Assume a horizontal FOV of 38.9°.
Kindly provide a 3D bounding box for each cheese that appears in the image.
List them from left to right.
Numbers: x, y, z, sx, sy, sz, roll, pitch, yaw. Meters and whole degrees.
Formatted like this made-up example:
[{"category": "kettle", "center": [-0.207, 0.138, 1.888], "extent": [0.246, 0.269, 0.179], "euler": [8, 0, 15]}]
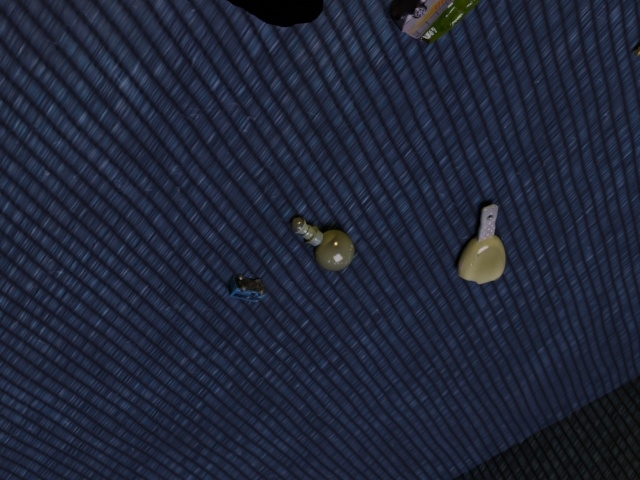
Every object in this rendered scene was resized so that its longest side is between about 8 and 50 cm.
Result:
[{"category": "cheese", "center": [0.394, 0.008, 2.191], "extent": [0.127, 0.050, 0.255], "euler": [-16, 137, -10]}]

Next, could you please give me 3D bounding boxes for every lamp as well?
[{"category": "lamp", "center": [0.000, 0.000, 1.952], "extent": [0.091, 0.091, 0.163], "euler": [-42, 122, 17]}]

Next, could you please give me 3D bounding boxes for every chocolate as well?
[{"category": "chocolate", "center": [-0.066, -0.468, 1.395], "extent": [0.224, 0.206, 0.177], "euler": [73, 38, -59]}]

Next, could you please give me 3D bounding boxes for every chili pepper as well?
[{"category": "chili pepper", "center": [0.258, -0.435, 1.643], "extent": [0.052, 0.050, 0.202], "euler": [33, 114, -30]}]

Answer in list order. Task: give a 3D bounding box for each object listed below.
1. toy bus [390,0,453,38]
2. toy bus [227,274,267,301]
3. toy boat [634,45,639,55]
[{"category": "toy bus", "center": [0.201, -0.439, 1.604], "extent": [0.172, 0.057, 0.072], "euler": [-45, 142, 22]}, {"category": "toy bus", "center": [-0.162, 0.108, 2.003], "extent": [0.083, 0.038, 0.046], "euler": [15, 129, -37]}, {"category": "toy boat", "center": [0.890, -0.424, 1.947], "extent": [0.446, 0.136, 0.162], "euler": [-7, 132, -15]}]
